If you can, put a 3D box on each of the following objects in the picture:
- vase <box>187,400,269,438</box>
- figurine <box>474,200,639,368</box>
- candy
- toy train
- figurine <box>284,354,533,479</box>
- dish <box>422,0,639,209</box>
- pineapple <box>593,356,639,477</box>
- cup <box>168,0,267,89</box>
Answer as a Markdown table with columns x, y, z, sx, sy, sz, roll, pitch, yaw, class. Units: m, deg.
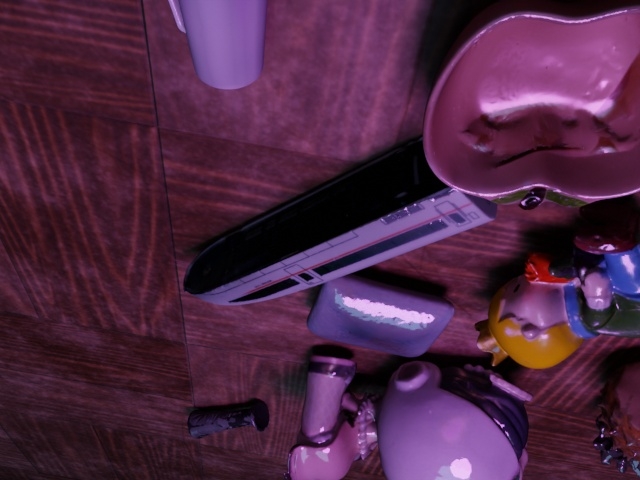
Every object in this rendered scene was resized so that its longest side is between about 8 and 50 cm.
| x | y | z | sx | sy | sz | roll | pitch | yaw | class |
| --- | --- | --- | --- | --- | --- | --- | --- | --- | --- |
| -0.179 | 0.350 | 1.259 | 0.167 | 0.059 | 0.059 | -16 | 136 | 30 | vase |
| 0.264 | 0.060 | 0.730 | 0.234 | 0.127 | 0.185 | -14 | 133 | 43 | figurine |
| 0.076 | 0.103 | 0.861 | 0.174 | 0.071 | 0.138 | 14 | 144 | -6 | candy |
| 0.000 | 0.000 | 0.737 | 0.407 | 0.086 | 0.088 | -22 | 138 | 36 | toy train |
| 0.144 | 0.314 | 1.008 | 0.361 | 0.211 | 0.253 | -1 | 142 | 17 | figurine |
| 0.188 | -0.122 | 0.527 | 0.213 | 0.090 | 0.213 | 6 | 140 | 5 | dish |
| 0.491 | 0.279 | 0.960 | 0.170 | 0.141 | 0.310 | -24 | 145 | 3 | pineapple |
| -0.090 | -0.192 | 0.524 | 0.104 | 0.074 | 0.116 | 30 | 151 | 14 | cup |
